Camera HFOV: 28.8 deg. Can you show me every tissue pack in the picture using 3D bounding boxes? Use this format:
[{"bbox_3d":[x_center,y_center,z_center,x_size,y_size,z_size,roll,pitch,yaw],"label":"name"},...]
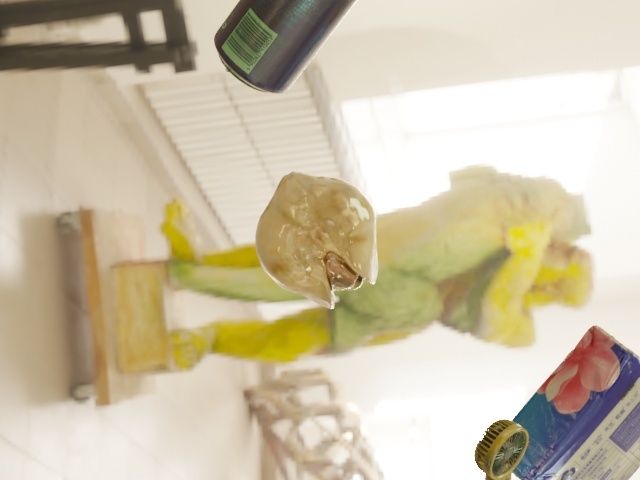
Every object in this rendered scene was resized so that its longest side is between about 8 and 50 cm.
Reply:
[{"bbox_3d":[0.425,0.296,1.980,0.209,0.270,0.137,37,2,-34],"label":"tissue pack"}]

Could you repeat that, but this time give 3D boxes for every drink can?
[{"bbox_3d":[-0.034,-0.283,1.514,0.118,0.205,0.118,32,29,-20],"label":"drink can"}]

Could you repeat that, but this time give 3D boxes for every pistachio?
[{"bbox_3d":[0.000,0.000,2.275,0.321,0.229,0.238,56,10,-60],"label":"pistachio"}]

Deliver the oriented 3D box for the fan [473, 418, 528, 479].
[{"bbox_3d":[0.244,0.312,1.719,0.082,0.039,0.155,-29,133,-34],"label":"fan"}]
